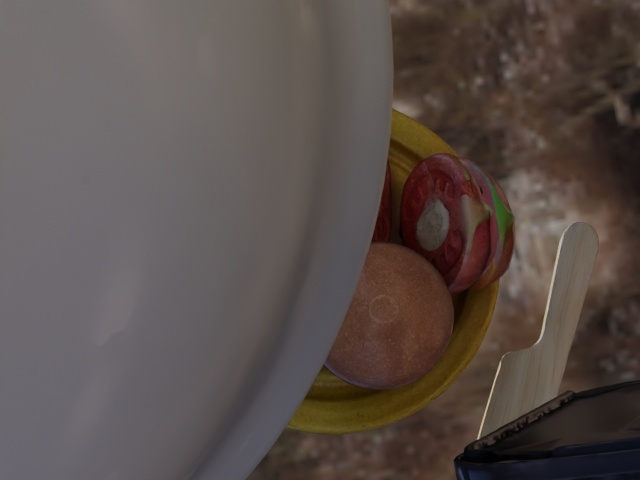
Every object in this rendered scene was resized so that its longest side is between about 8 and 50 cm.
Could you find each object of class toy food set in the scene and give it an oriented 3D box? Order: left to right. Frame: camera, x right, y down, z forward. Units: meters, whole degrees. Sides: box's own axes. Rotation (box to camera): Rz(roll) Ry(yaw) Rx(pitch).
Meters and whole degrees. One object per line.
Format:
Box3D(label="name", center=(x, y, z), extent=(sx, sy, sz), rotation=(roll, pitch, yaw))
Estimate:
Box3D(label="toy food set", center=(0.000, 0.000, 0.680), extent=(0.071, 0.218, 0.128), rotation=(111, -176, -79))

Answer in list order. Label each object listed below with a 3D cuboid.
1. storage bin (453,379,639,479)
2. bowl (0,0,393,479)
Box3D(label="storage bin", center=(0.129, 0.063, 0.366), extent=(0.122, 0.180, 0.084), rotation=(-10, -89, -69))
Box3D(label="bowl", center=(-0.134, -0.024, 0.369), extent=(0.134, 0.298, 0.297), rotation=(-83, -18, -79))
